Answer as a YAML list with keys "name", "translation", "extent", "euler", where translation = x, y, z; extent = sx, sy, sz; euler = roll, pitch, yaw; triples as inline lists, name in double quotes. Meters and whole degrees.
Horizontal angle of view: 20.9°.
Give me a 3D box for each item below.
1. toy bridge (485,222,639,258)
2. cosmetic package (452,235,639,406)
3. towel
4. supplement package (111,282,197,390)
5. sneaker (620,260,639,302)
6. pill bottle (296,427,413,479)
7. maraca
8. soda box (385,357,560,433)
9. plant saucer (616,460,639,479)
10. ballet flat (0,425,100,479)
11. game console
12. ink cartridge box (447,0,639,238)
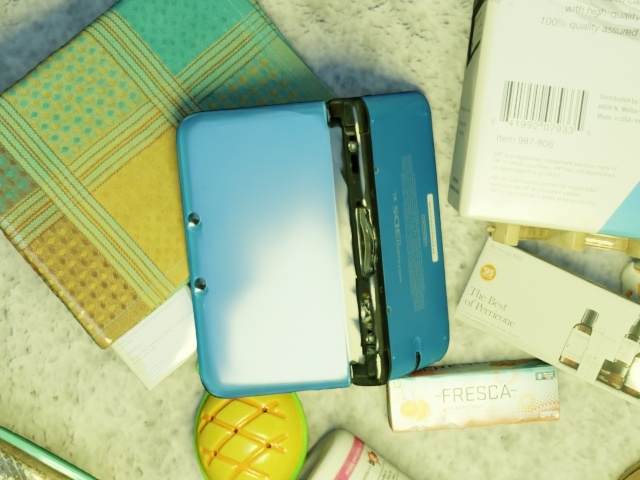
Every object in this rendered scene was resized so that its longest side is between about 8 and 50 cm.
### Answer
- name: "toy bridge"
  translation: [0.259, -0.004, 1.843]
  extent: [0.188, 0.063, 0.026]
  euler: [6, 96, -23]
- name: "cosmetic package"
  translation: [0.268, 0.087, 1.820]
  extent: [0.239, 0.060, 0.099]
  euler: [25, 94, 17]
- name: "towel"
  translation: [-0.169, -0.102, 1.774]
  extent: [0.370, 0.040, 0.271]
  euler: [-42, 95, -22]
- name: "supplement package"
  translation: [-0.194, 0.051, 1.825]
  extent: [0.105, 0.105, 0.179]
  euler: [-39, 95, 3]
- name: "sneaker"
  translation: [0.418, 0.085, 1.860]
  extent: [0.215, 0.084, 0.083]
  euler: [36, 65, 2]
- name: "pill bottle"
  translation: [0.085, 0.341, 1.827]
  extent: [0.283, 0.160, 0.160]
  euler: [37, 93, -4]
- name: "maraca"
  translation: [-0.077, 0.189, 1.846]
  extent: [0.127, 0.099, 0.186]
  euler: [-10, 73, 12]
- name: "soda box"
  translation: [0.162, 0.166, 1.864]
  extent: [0.183, 0.058, 0.063]
  euler: [-4, 96, -2]
- name: "plant saucer"
  translation: [0.382, 0.344, 1.800]
  extent: [0.041, 0.278, 0.278]
  euler: [20, 96, -46]
- name: "ballet flat"
  translation: [-0.441, 0.194, 1.801]
  extent: [0.483, 0.164, 0.182]
  euler: [38, 79, 1]
- name: "game console"
  translation: [0.000, 0.000, 1.800]
  extent: [0.173, 0.250, 0.293]
  euler: [-2, 96, 30]
- name: "ink cartridge box"
  translation: [0.300, -0.207, 1.780]
  extent: [0.285, 0.166, 0.395]
  euler: [7, 96, -2]
